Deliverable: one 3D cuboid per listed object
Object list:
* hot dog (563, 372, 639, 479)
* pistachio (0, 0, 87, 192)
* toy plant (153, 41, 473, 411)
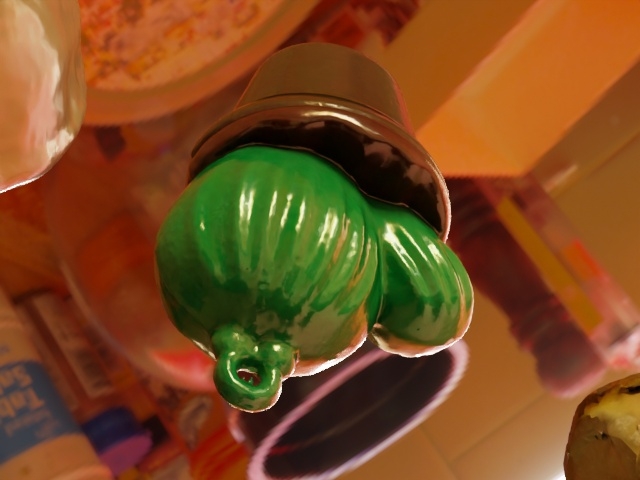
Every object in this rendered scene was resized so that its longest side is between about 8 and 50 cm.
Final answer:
[{"bbox_3d":[0.222,0.051,0.416,0.288,0.068,0.083,-12,131,-3],"label":"hot dog"},{"bbox_3d":[-0.156,-0.056,0.311,0.137,0.153,0.238,-40,157,25],"label":"pistachio"},{"bbox_3d":[0.000,0.000,0.572,0.142,0.200,0.105,20,137,-15],"label":"toy plant"}]
